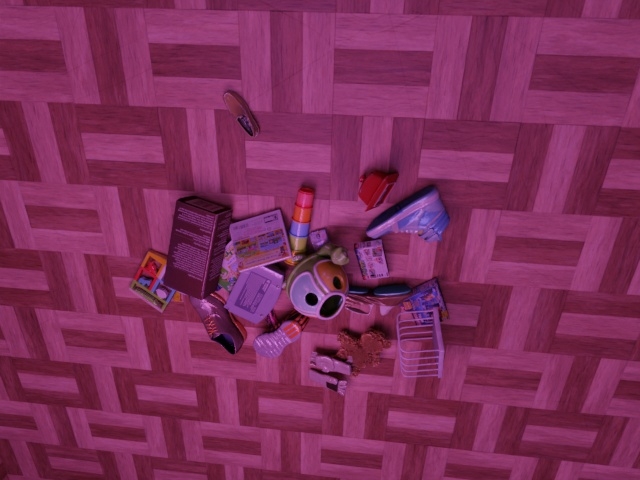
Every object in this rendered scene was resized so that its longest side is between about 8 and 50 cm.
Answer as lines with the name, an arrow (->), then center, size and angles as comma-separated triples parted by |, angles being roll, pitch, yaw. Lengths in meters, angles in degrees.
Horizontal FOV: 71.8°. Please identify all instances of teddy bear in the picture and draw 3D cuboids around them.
teddy bear -> 0.175, 0.505, 2.029 | 0.245, 0.113, 0.337 | 22, 124, 4

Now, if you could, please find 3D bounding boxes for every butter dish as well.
butter dish -> 0.198, -0.205, 1.662 | 0.118, 0.160, 0.160 | 38, 117, 14

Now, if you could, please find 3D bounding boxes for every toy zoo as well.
toy zoo -> -0.728, 0.171, 1.993 | 0.192, 0.030, 0.293 | 35, 115, -2

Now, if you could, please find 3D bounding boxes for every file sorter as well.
file sorter -> 0.412, 0.433, 1.843 | 0.173, 0.192, 0.277 | -6, 141, 8

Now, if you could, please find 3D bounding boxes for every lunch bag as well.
lunch bag -> 0.000, 0.000, 1.822 | 0.071, 0.053, 0.083 | -15, 104, 12

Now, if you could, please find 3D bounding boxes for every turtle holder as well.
turtle holder -> 0.017, 0.170, 1.767 | 0.320, 0.227, 0.243 | -43, 132, 4

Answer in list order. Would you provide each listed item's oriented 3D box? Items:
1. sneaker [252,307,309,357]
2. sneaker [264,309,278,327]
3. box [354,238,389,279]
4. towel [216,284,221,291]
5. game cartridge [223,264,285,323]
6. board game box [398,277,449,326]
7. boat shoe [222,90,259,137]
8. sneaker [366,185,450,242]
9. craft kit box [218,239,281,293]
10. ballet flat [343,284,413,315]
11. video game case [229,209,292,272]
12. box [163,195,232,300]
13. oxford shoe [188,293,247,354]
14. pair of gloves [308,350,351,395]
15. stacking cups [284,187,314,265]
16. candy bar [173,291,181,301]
sneaker -> -0.156, 0.406, 1.975 | 0.321, 0.180, 0.124 | -33, 95, 34
sneaker -> -0.235, 0.355, 2.031 | 0.057, 0.047, 0.119 | -5, 114, 22
box -> 0.210, 0.082, 1.801 | 0.114, 0.036, 0.206 | -8, 138, 11
towel -> -0.494, 0.183, 1.970 | 0.119, 0.029, 0.067 | 42, 150, -14
game cartridge -> -0.276, 0.219, 1.905 | 0.196, 0.060, 0.294 | 29, 116, -3
board game box -> 0.431, 0.272, 1.895 | 0.194, 0.060, 0.194 | -16, 116, 17
boat shoe -> -0.292, -0.462, 1.621 | 0.068, 0.072, 0.190 | -33, 107, 21
sneaker -> 0.352, -0.047, 1.715 | 0.319, 0.127, 0.208 | -30, 107, 20
craft kit box -> -0.343, 0.124, 1.925 | 0.247, 0.061, 0.250 | 43, 113, -11
ballet flat -> 0.219, 0.257, 1.878 | 0.343, 0.116, 0.123 | -2, 104, 10
video game case -> -0.244, 0.002, 1.792 | 0.227, 0.026, 0.206 | -16, 77, 6
box -> -0.499, 0.030, 1.804 | 0.191, 0.143, 0.380 | 20, 108, 12
oxford shoe -> -0.474, 0.365, 2.012 | 0.130, 0.132, 0.363 | -33, 107, 21
pair of gloves -> 0.037, 0.623, 2.071 | 0.204, 0.042, 0.240 | 19, 132, 15
stacking cups -> -0.088, -0.055, 1.782 | 0.096, 0.096, 0.315 | 10, 116, 2
candy bar -> -0.655, 0.216, 2.026 | 0.040, 0.018, 0.161 | 12, 116, 3
